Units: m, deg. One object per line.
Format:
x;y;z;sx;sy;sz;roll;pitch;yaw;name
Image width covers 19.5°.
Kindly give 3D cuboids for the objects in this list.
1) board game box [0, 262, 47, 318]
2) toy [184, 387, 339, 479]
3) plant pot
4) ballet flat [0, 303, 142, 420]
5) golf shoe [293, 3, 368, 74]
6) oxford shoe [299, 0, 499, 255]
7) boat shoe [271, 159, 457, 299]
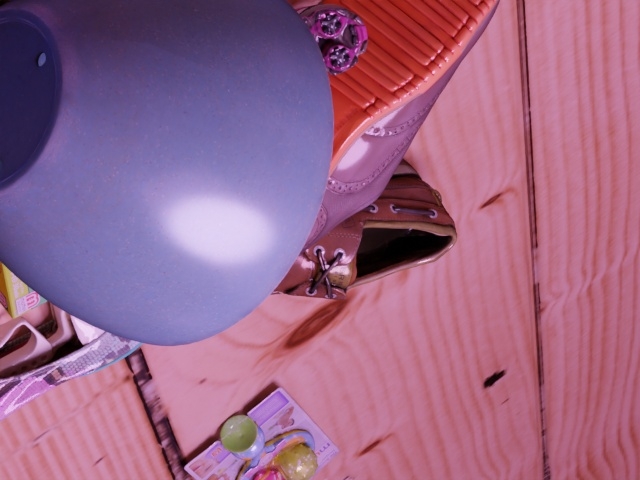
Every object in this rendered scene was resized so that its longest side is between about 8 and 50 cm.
-0.203;-0.014;1.610;0.181;0.043;0.092;-29;145;-22;board game box
-0.050;0.259;2.084;0.137;0.056;0.237;-40;148;-3;toy
-0.164;-0.079;1.357;0.195;0.290;0.290;15;116;-49;plant pot
-0.247;0.095;1.672;0.221;0.077;0.079;-29;126;-22;ballet flat
-0.056;-0.157;1.579;0.186;0.086;0.067;-11;106;-11;golf shoe
0.034;-0.121;1.672;0.363;0.130;0.133;-45;152;2;oxford shoe
0.000;0.000;1.791;0.307;0.104;0.111;-20;143;-31;boat shoe
